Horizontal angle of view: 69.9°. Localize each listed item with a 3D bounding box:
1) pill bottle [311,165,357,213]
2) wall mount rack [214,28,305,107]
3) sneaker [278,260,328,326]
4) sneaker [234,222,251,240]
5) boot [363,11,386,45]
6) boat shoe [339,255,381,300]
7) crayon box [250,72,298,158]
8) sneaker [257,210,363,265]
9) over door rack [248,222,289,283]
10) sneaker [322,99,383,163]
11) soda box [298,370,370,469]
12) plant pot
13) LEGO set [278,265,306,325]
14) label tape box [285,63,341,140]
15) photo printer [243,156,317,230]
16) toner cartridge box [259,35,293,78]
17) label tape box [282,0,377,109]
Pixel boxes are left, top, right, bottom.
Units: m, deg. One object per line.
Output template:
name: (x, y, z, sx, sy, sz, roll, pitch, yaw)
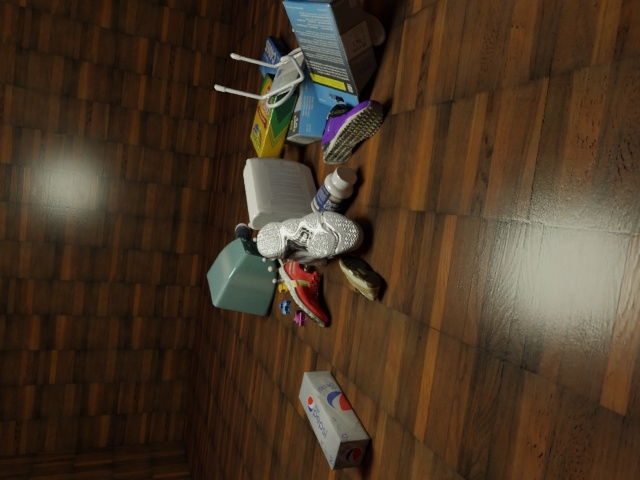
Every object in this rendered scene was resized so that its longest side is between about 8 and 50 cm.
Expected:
pill bottle: (0.044, -0.147, 1.399, 0.169, 0.094, 0.094, 125, 143, -47)
wall mount rack: (-0.179, -0.584, 1.551, 0.304, 0.130, 0.350, -14, 45, 28)
sneaker: (-0.041, 0.158, 1.520, 0.279, 0.118, 0.107, 54, 178, 36)
sneaker: (-0.405, 0.037, 2.337, 0.163, 0.086, 0.226, -94, 14, -45)
boot: (0.137, -0.627, 1.349, 0.069, 0.086, 0.190, -47, 66, 20)
boat shoe: (0.102, 0.105, 1.262, 0.190, 0.068, 0.072, -130, 35, -60)
crayon box: (-0.188, -0.439, 1.724, 0.202, 0.081, 0.319, -117, 39, -49)
sneaker: (0.000, 0.000, 1.416, 0.365, 0.210, 0.137, -5, 79, 34)
over door rack: (-0.184, -0.011, 1.756, 0.240, 0.108, 0.324, 61, 149, 28)
sneaker: (0.075, -0.353, 1.356, 0.293, 0.102, 0.146, -37, 56, 58)
soda box: (0.030, 0.495, 1.294, 0.286, 0.091, 0.098, -133, 52, -59)
plant pot: (-0.316, 0.137, 1.978, 0.252, 0.247, 0.248, -62, 31, 19)
LEGO set: (-0.108, 0.195, 1.670, 0.093, 0.087, 0.227, 160, 114, -63)
label tape box: (-0.045, -0.488, 1.650, 0.347, 0.115, 0.249, -171, 87, -67)
photo printer: (-0.138, -0.170, 1.609, 0.107, 0.256, 0.308, 118, 147, -44)
toner cartridge box: (-0.195, -0.793, 2.090, 0.348, 0.075, 0.165, -114, 36, -47)
label tape box: (0.045, -0.562, 1.362, 0.240, 0.106, 0.334, 37, 159, 46)
